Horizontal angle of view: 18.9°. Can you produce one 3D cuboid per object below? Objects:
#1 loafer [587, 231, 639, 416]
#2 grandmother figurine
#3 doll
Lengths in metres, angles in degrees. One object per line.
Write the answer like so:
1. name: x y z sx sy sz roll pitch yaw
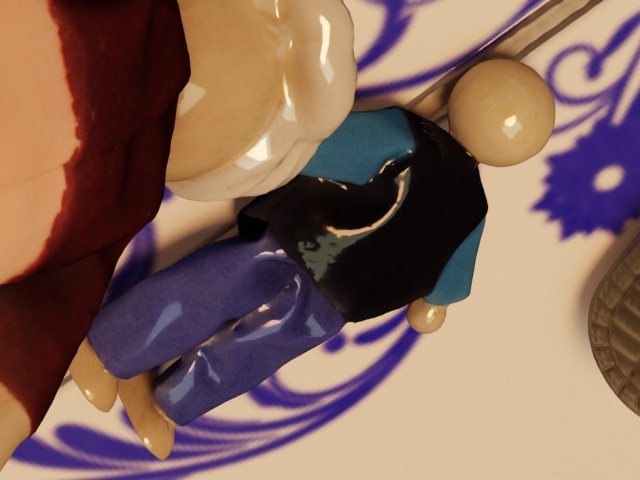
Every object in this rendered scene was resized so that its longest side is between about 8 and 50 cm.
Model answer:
1. loafer: 0.203 -0.029 0.711 0.251 0.094 0.087 -45 157 30
2. grandmother figurine: -0.087 -0.033 0.454 0.342 0.104 0.208 -25 136 -64
3. doll: 0.000 0.000 0.667 0.189 0.046 0.129 -34 135 8
